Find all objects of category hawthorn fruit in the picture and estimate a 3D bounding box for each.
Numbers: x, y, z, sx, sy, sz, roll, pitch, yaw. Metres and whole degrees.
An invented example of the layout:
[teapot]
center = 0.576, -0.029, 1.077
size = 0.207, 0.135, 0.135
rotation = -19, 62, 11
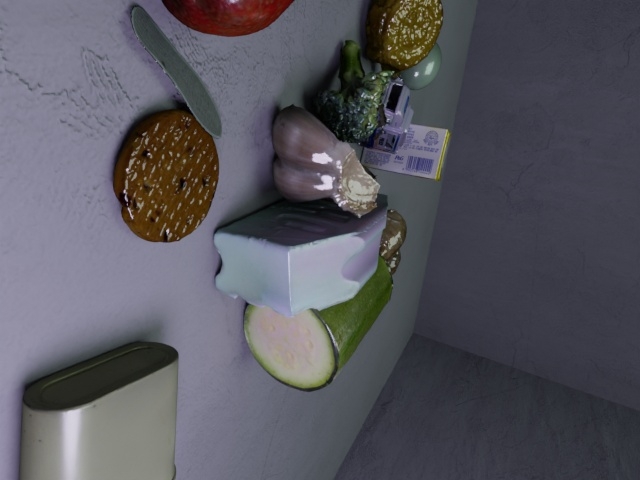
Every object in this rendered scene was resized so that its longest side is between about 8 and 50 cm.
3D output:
[hawthorn fruit]
center = -0.114, -0.389, 0.562
size = 0.250, 0.215, 0.216
rotation = -53, 149, -50

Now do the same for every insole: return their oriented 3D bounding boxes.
[insole]
center = -0.205, -0.243, 0.638
size = 0.232, 0.003, 0.080
rotation = 57, 29, -56

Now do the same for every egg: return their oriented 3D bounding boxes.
[egg]
center = 0.348, -0.622, 1.492
size = 0.193, 0.149, 0.149
rotation = -70, 156, -13

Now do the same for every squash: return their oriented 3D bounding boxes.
[squash]
center = 0.012, 0.169, 1.098
size = 0.384, 0.262, 0.263
rotation = -36, 136, -56

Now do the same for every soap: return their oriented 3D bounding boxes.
[soap]
center = 0.000, 0.000, 0.965
size = 0.446, 0.261, 0.156
rotation = -33, 131, -56

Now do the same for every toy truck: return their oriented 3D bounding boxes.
[toy truck]
center = 0.190, -0.358, 1.227
size = 0.268, 0.155, 0.125
rotation = 74, 33, -82

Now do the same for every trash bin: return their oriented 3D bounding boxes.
[trash bin]
center = -0.316, 0.305, 0.631
size = 0.243, 0.121, 0.248
rotation = -12, 113, -64

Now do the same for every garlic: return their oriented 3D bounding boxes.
[garlic]
center = 0.002, -0.180, 0.921
size = 0.237, 0.292, 0.210
rotation = -12, 128, -37

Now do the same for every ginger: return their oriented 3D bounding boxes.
[ginger]
center = 0.257, 0.034, 1.726
size = 0.304, 0.155, 0.245
rotation = 89, 20, -51

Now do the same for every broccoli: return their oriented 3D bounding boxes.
[broccoli]
center = 0.082, -0.379, 1.019
size = 0.177, 0.198, 0.275
rotation = 13, 84, -22

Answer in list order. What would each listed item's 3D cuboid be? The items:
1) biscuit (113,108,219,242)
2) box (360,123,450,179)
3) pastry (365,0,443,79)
[biscuit]
center = -0.232, -0.099, 0.663
size = 0.212, 0.036, 0.213
rotation = 13, 90, -68
[box]
center = 0.282, -0.301, 1.406
size = 0.097, 0.264, 0.169
rotation = -4, 106, -67
[pastry]
center = 0.235, -0.603, 1.202
size = 0.240, 0.132, 0.235
rotation = 20, 105, -43
